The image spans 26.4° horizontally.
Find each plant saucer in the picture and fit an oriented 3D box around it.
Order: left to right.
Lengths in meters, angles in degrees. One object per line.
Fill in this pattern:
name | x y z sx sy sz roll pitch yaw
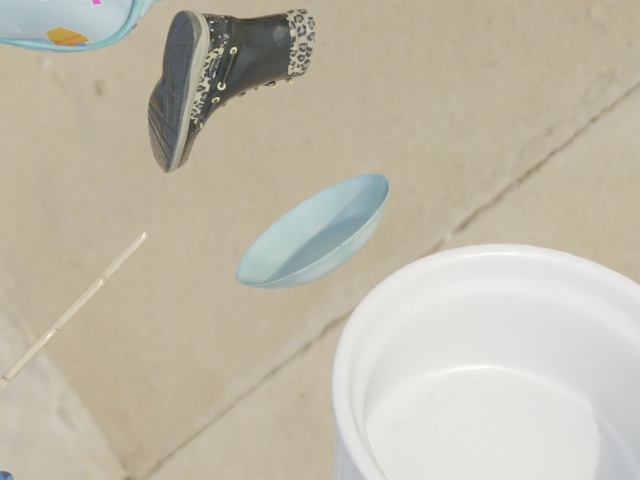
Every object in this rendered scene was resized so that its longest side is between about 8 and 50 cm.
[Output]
plant saucer | 0.000 0.000 1.455 0.195 0.195 0.037 -18 115 39

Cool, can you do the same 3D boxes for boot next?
boot | -0.110 -0.185 1.670 0.085 0.178 0.236 57 144 33

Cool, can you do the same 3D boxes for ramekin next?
ramekin | 0.138 0.147 0.965 0.277 0.277 0.135 31 140 20

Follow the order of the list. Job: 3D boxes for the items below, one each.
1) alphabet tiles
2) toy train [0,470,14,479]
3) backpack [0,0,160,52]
alphabet tiles | -0.268 0.103 1.274 0.011 0.285 0.342 44 169 -6
toy train | -0.166 0.180 0.760 0.027 0.036 0.158 -2 120 36
backpack | -0.100 -0.122 0.378 0.182 0.115 0.152 11 138 13
